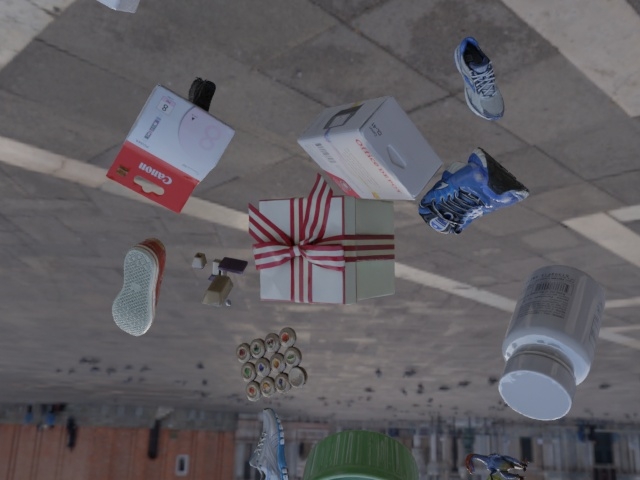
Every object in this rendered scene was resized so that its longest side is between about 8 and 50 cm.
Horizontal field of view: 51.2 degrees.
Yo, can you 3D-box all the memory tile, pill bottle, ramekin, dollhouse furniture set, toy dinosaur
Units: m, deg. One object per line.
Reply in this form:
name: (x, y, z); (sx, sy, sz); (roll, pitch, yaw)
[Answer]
memory tile: (-0.093, 0.229, 1.229); (0.148, 0.113, 0.012); (-24, 164, 31)
pill bottle: (0.352, 0.154, 1.025); (0.131, 0.229, 0.131); (18, 134, 19)
ramekin: (0.094, 0.588, 1.570); (0.304, 0.148, 0.303); (3, 123, 5)
dollhouse furniture set: (-0.176, 0.086, 1.064); (0.091, 0.081, 0.114); (11, -151, 7)
toy dinosaur: (0.246, 0.319, 0.940); (0.082, 0.047, 0.090); (16, 175, 19)

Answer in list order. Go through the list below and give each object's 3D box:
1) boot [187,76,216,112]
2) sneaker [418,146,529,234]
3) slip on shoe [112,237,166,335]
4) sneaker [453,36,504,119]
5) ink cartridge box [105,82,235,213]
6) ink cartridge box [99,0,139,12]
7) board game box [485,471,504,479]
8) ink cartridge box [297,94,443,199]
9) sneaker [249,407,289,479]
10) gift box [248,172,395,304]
boot: (-0.294, -0.332, 1.586); (0.045, 0.121, 0.099); (24, -178, -31)
sneaker: (0.271, -0.072, 1.241); (0.130, 0.147, 0.330); (41, 176, -1)
slip on shoe: (-0.476, 0.130, 1.786); (0.123, 0.101, 0.331); (25, 125, 6)
sneaker: (0.237, -0.244, 1.000); (0.052, 0.135, 0.058); (-24, 169, 1)
ink cartridge box: (-0.324, -0.191, 1.447); (0.189, 0.232, 0.066); (29, -178, -24)
ink cartridge box: (-0.417, -0.589, 1.351); (0.148, 0.203, 0.086); (32, -161, 6)
board game box: (0.355, 0.576, 1.416); (0.043, 0.092, 0.181); (31, -167, 10)
ink cartridge box: (0.115, -0.217, 1.623); (0.226, 0.131, 0.306); (47, 161, -24)
sneaker: (-0.126, 0.486, 1.545); (0.083, 0.190, 0.071); (-4, 169, -20)
gift box: (0.000, 0.000, 1.474); (0.255, 0.276, 0.258); (-7, 178, 34)
